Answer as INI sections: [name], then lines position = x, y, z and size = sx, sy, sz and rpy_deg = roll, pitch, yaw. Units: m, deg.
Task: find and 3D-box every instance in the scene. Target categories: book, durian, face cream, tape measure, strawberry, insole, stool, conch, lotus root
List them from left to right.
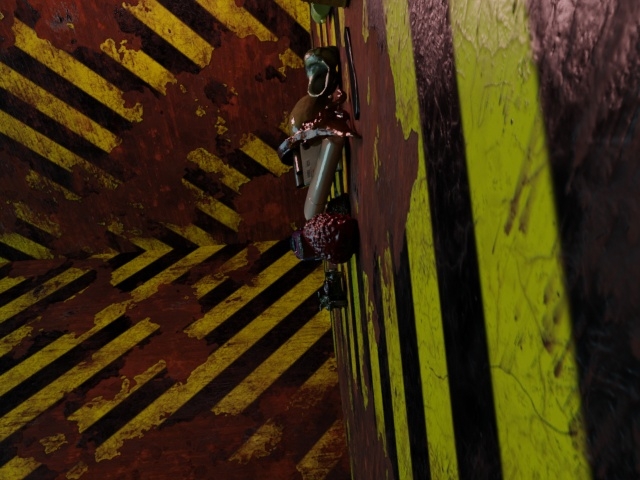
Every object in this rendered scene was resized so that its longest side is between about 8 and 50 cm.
[stool]
position = -0.053, -0.383, 2.332
size = 0.272, 0.272, 0.178
rpy_deg = 94, 156, -74
[lotus root]
position = -0.034, -0.447, 1.864
size = 0.342, 0.169, 0.151
rpy_deg = -74, -7, -53
[book]
position = -0.003, -0.363, 2.085
size = 0.283, 0.025, 0.214
rpy_deg = -12, 82, 56
[tape measure]
position = 0.000, 0.000, 1.987
size = 0.245, 0.232, 0.149
rpy_deg = -177, 77, -71
[conch]
position = 0.013, -0.627, 1.835
size = 0.187, 0.124, 0.181
rpy_deg = 38, 128, 47
[face cream]
position = 0.013, -0.245, 1.826
size = 0.173, 0.081, 0.348
rpy_deg = -81, 7, -52
[strawberry]
position = 0.031, -0.014, 1.704
size = 0.187, 0.202, 0.184
rpy_deg = 4, -81, -74
[durian]
position = 0.063, -0.105, 1.897
size = 0.188, 0.092, 0.148
rpy_deg = 90, 175, -82
[insole]
position = 0.091, -0.491, 1.457
size = 0.110, 0.012, 0.309
rpy_deg = 90, 175, -75

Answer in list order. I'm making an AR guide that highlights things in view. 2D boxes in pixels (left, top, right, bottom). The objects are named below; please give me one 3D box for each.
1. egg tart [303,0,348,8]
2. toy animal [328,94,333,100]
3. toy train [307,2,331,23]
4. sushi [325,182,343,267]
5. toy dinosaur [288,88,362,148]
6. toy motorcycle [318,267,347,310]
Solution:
[egg tart]
position = 0.003, -0.768, 1.416
size = 0.202, 0.147, 0.202
rpy_deg = 174, 90, -85
[toy animal]
position = 0.024, -0.556, 2.122
size = 0.214, 0.094, 0.186
rpy_deg = 90, -176, -57
[toy train]
position = -0.006, -0.940, 1.960
size = 0.253, 0.105, 0.157
rpy_deg = -98, -9, -75
[sushi]
position = 0.057, -0.074, 2.400
size = 0.343, 0.064, 0.359
rpy_deg = -101, 7, -70
[toy dinosaur]
position = 0.034, -0.381, 1.580
size = 0.097, 0.208, 0.432
rpy_deg = 46, 158, -23
[toy motorcycle]
position = 0.054, 0.228, 2.318
size = 0.275, 0.127, 0.205
rpy_deg = 171, 92, -84
